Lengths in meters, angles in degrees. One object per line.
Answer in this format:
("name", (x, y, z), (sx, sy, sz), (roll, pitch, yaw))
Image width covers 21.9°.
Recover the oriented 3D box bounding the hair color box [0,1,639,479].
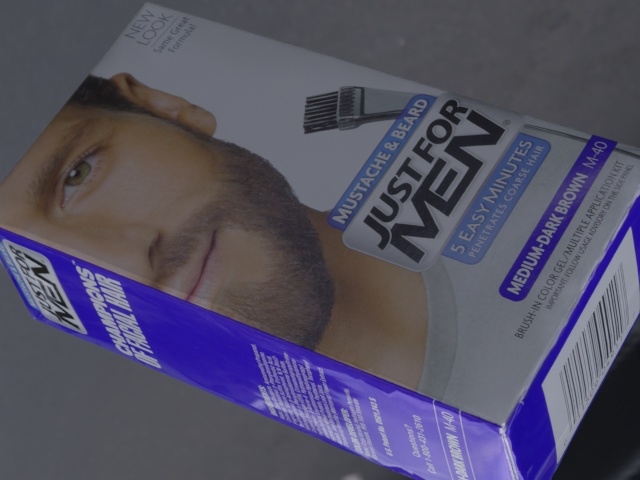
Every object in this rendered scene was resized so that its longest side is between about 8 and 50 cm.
("hair color box", (0.000, 0.000, 0.922), (0.185, 0.339, 0.110), (-56, 149, -27))
